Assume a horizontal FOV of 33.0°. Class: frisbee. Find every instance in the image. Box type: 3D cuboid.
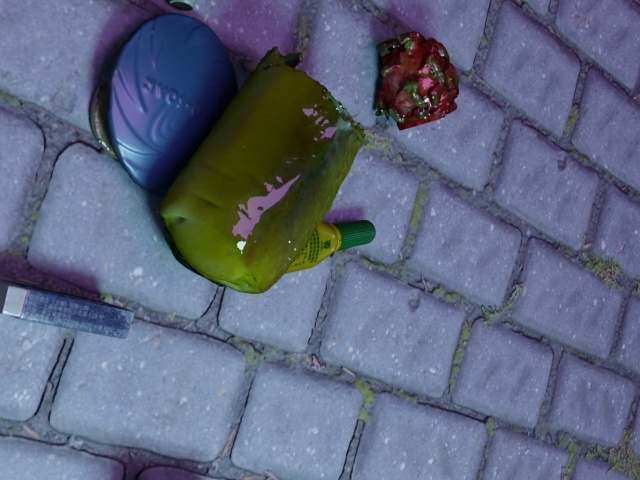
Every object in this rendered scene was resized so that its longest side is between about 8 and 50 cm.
[{"bbox_3d":[-0.214,-0.209,1.686,0.289,0.049,0.289,-13,107,-52],"label":"frisbee"}]

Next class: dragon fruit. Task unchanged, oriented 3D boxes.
[{"bbox_3d":[0.172,-0.302,2.030,0.167,0.160,0.172,-18,95,-5],"label":"dragon fruit"}]

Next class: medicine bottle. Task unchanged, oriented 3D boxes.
[{"bbox_3d":[0.000,0.000,1.948,0.261,0.064,0.094,-11,105,-44],"label":"medicine bottle"}]

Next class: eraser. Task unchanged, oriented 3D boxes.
[{"bbox_3d":[-0.382,0.098,1.559,0.213,0.092,0.046,17,85,-44],"label":"eraser"}]

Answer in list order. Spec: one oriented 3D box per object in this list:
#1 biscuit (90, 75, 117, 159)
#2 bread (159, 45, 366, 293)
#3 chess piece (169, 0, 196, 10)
[{"bbox_3d":[-0.287,-0.191,1.660,0.152,0.020,0.152,-8,101,-44],"label":"biscuit"},{"bbox_3d":[-0.089,-0.093,1.721,0.376,0.208,0.251,-55,153,-20],"label":"bread"},{"bbox_3d":[-0.208,-0.410,1.694,0.042,0.042,0.093,20,77,-45],"label":"chess piece"}]
